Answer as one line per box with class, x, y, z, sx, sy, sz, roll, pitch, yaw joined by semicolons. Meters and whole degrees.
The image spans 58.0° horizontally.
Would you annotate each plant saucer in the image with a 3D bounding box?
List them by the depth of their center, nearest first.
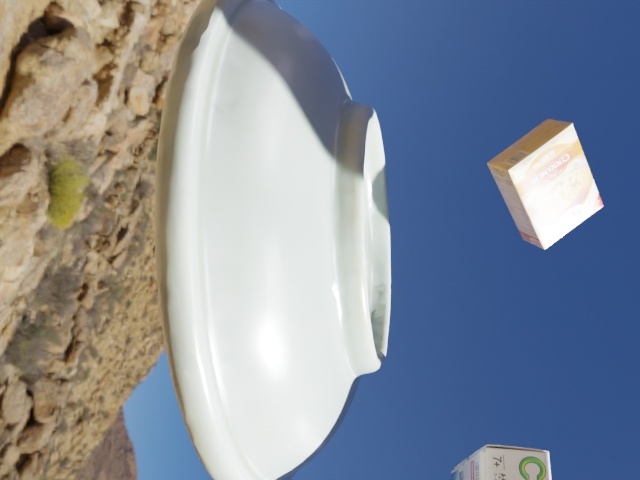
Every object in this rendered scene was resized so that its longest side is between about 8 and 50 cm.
plant saucer;0.000;0.000;0.477;0.400;0.101;0.399;-1;90;-79

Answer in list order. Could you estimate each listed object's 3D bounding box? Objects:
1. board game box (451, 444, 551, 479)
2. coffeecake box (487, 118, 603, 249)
board game box;0.138;0.328;0.442;0.193;0.053;0.305;78;15;-64
coffeecake box;0.409;-0.101;1.047;0.142;0.185;0.068;-36;-154;-4
